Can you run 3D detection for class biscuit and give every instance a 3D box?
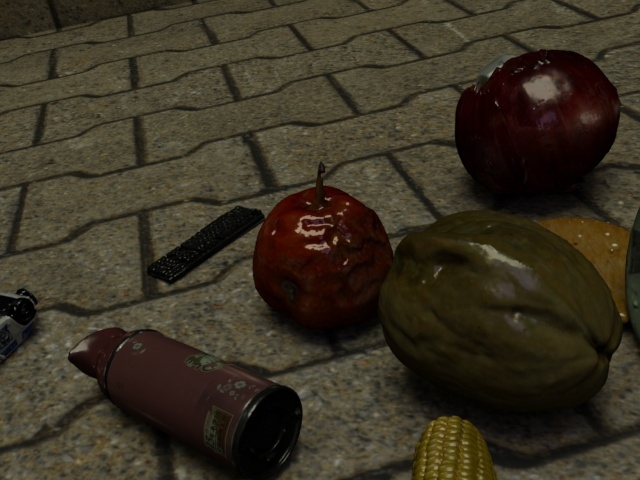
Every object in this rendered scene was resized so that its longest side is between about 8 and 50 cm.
[{"bbox_3d":[0.367,0.044,1.045,0.254,0.035,0.254,-6,35,4],"label":"biscuit"}]

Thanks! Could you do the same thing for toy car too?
[{"bbox_3d":[-0.494,0.137,1.082,0.080,0.070,0.170,7,39,24],"label":"toy car"}]

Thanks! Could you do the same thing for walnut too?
[{"bbox_3d":[0.207,0.080,0.851,0.283,0.283,0.227,22,73,38],"label":"walnut"}]

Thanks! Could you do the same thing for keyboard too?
[{"bbox_3d":[-0.199,-0.001,1.262,0.072,0.023,0.231,17,42,38],"label":"keyboard"}]

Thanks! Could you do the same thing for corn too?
[{"bbox_3d":[0.131,0.292,0.672,0.106,0.106,0.305,-2,31,11],"label":"corn"}]

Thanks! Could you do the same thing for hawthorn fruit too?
[{"bbox_3d":[0.000,0.000,1.014,0.207,0.243,0.207,-4,34,3],"label":"hawthorn fruit"}]

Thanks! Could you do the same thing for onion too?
[{"bbox_3d":[0.367,-0.192,1.226,0.276,0.276,0.276,-6,33,4],"label":"onion"}]

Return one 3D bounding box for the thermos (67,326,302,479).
[{"bbox_3d":[-0.174,0.175,0.907,0.330,0.109,0.136,15,40,36],"label":"thermos"}]

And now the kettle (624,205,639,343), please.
[{"bbox_3d":[0.571,0.032,0.869,0.342,0.247,0.319,5,11,-2],"label":"kettle"}]

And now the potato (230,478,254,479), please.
[{"bbox_3d":[-0.049,0.299,0.726,0.200,0.081,0.164,5,35,18],"label":"potato"}]

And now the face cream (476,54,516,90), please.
[{"bbox_3d":[0.400,-0.357,1.591,0.095,0.091,0.091,-30,38,-17],"label":"face cream"}]
